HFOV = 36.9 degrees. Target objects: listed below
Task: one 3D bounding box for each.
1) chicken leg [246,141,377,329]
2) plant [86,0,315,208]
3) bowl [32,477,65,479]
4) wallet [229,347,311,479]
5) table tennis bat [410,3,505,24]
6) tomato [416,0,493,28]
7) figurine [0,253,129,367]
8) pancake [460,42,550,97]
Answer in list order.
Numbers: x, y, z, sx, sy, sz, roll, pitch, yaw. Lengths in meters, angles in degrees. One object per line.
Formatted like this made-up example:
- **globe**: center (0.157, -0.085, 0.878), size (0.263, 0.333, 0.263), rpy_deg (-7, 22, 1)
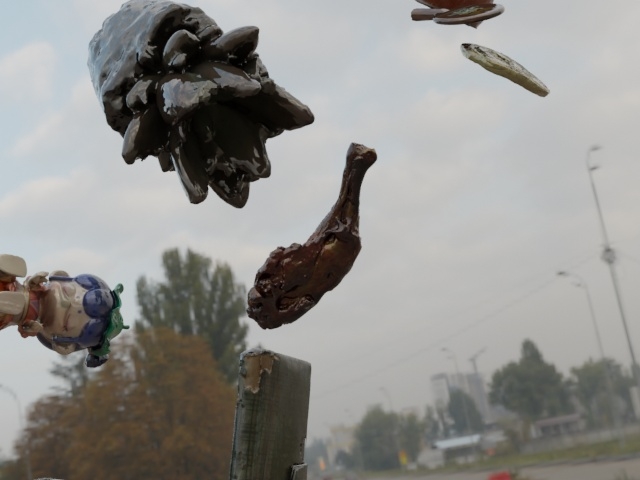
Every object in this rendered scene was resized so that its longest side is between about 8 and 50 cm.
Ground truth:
- **chicken leg**: center (0.000, 0.000, 1.817), size (0.158, 0.096, 0.407), rpy_deg (27, -77, -34)
- **plant**: center (-0.141, -0.170, 1.082), size (0.182, 0.321, 0.194), rpy_deg (29, -80, -42)
- **bowl**: center (-0.212, 0.304, 0.832), size (0.086, 0.189, 0.189), rpy_deg (-53, -26, 11)
- **wallet**: center (-0.059, 0.290, 1.116), size (0.044, 0.316, 0.169), rpy_deg (-2, -13, 22)
- **table tennis bat**: center (0.219, -0.308, 1.519), size (0.107, 0.119, 0.170), rpy_deg (-26, 26, -34)
- **tomato**: center (0.224, -0.493, 1.735), size (0.181, 0.214, 0.155), rpy_deg (-14, -45, -58)
- **figurine**: center (-0.299, 0.070, 1.068), size (0.102, 0.111, 0.195), rpy_deg (-18, -28, 38)
- **pancake**: center (0.287, -0.266, 1.493), size (0.158, 0.158, 0.028), rpy_deg (5, -60, -48)
